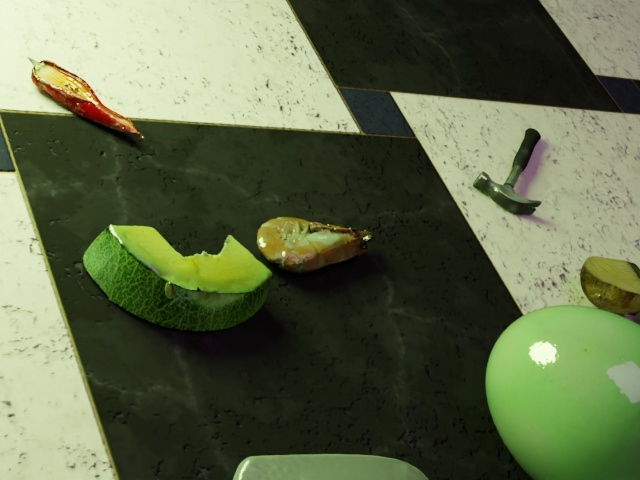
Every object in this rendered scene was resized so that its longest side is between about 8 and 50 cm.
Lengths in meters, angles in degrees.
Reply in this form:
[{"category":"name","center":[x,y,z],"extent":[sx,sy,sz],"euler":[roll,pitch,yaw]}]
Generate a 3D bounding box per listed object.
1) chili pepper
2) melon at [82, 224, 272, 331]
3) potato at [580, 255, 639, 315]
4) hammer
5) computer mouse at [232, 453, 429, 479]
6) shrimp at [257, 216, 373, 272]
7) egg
[{"category":"chili pepper","center":[-0.298,-0.176,1.457],"extent":[0.178,0.027,0.045],"euler":[31,42,-2]},{"category":"melon","center":[-0.151,0.040,1.306],"extent":[0.210,0.064,0.118],"euler":[2,43,-37]},{"category":"potato","center":[0.412,0.068,1.664],"extent":[0.103,0.066,0.096],"euler":[14,27,-15]},{"category":"hammer","center":[0.320,-0.117,1.827],"extent":[0.103,0.029,0.246],"euler":[35,37,3]},{"category":"computer mouse","center":[0.017,0.281,1.158],"extent":[0.231,0.079,0.128],"euler":[6,41,-9]},{"category":"shrimp","center":[0.000,0.000,1.466],"extent":[0.184,0.043,0.091],"euler":[-2,47,-35]},{"category":"egg","center":[0.318,0.193,1.337],"extent":[0.269,0.220,0.220],"euler":[46,40,17]}]
